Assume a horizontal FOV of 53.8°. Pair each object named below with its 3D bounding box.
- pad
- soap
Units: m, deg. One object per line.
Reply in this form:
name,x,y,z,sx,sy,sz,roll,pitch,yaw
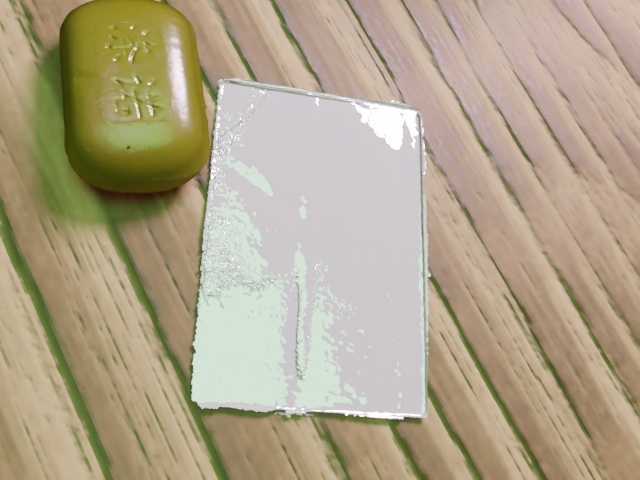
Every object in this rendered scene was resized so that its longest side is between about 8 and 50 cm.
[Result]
pad,0.000,0.000,0.424,0.156,0.004,0.232,6,71,-13
soap,-0.119,-0.097,0.404,0.089,0.045,0.140,-7,74,-13
